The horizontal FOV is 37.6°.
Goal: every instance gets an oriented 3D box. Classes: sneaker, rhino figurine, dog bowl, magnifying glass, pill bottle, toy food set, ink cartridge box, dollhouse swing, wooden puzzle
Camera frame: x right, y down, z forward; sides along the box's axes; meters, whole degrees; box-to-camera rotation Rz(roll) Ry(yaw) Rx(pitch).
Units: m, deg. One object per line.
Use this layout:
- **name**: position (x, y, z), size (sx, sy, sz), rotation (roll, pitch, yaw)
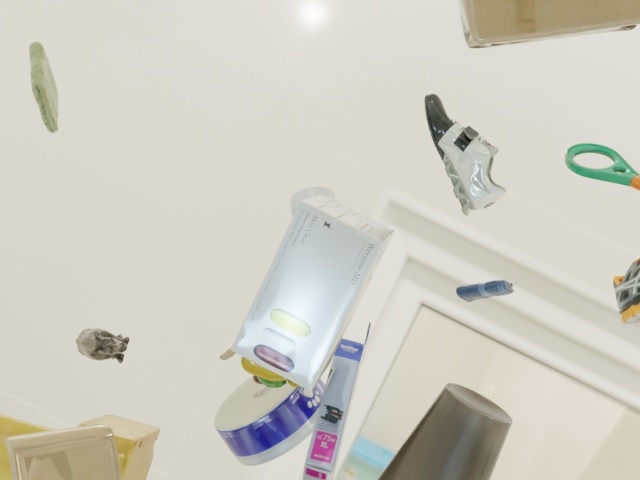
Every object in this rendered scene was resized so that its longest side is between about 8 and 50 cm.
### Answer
- **sneaker**: position (0.520, 0.055, 1.448), size (0.084, 0.083, 0.215), rotation (-5, -27, -26)
- **rhino figurine**: position (-0.491, 0.237, 2.117), size (0.106, 0.073, 0.243), rotation (15, -9, -20)
- **dog bowl**: position (-0.109, 0.388, 2.154), size (0.104, 0.265, 0.265), rotation (57, -12, -14)
- **magnifying glass**: position (0.522, -0.114, 1.618), size (0.231, 0.092, 0.026), rotation (37, -39, 40)
- **sneaker**: position (0.376, -0.241, 2.410), size (0.331, 0.146, 0.122), rotation (65, 19, -3)
- **pill bottle**: position (0.000, 0.000, 1.954), size (0.119, 0.208, 0.119), rotation (-8, -26, -4)
- **toy food set**: position (-0.091, 0.258, 1.953), size (0.218, 0.128, 0.071), rotation (12, -47, 44)
- **ink cartridge box**: position (0.030, 0.323, 1.804), size (0.065, 0.311, 0.186), rotation (16, -32, 6)
- **dollhouse swing**: position (-0.546, 0.513, 1.891), size (0.305, 0.347, 0.315), rotation (17, -3, 4)
- **wooden puzzle**: position (-0.429, 0.441, 1.609), size (0.044, 0.239, 0.221), rotation (-28, -18, 32)

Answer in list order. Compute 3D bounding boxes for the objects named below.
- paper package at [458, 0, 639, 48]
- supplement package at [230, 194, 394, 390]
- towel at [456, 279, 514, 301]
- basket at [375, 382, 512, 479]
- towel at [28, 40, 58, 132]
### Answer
- **paper package**: position (0.365, -0.483, 1.481), size (0.309, 0.325, 0.168), rotation (-6, 8, 7)
- **supplement package**: position (-0.006, 0.077, 1.515), size (0.145, 0.262, 0.204), rotation (26, 9, 6)
- **towel**: position (0.369, 0.113, 2.110), size (0.119, 0.029, 0.067), rotation (-11, -20, 32)
- **basket**: position (0.219, 0.373, 1.601), size (0.154, 0.227, 0.204), rotation (20, 12, -37)
- **towel**: position (-0.495, -0.272, 1.683), size (0.027, 0.110, 0.148), rotation (-7, -30, -6)
